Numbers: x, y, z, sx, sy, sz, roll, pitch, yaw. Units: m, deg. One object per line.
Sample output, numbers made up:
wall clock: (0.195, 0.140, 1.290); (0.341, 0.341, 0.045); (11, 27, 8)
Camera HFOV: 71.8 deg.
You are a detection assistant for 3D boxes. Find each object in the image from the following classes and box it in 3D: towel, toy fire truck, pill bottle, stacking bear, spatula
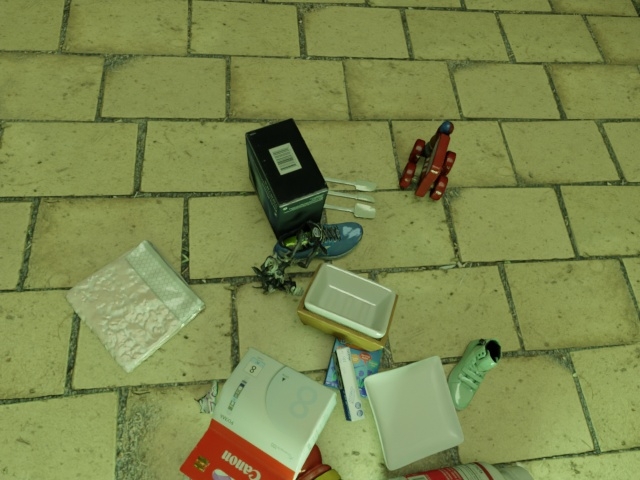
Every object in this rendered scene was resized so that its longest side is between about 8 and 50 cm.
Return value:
towel: (-0.593, 0.197, 1.429); (0.317, 0.053, 0.332); (-41, 77, -21)
toy fire truck: (0.433, -0.315, 1.673); (0.169, 0.254, 0.302); (23, 66, 2)
pill bottle: (0.396, 0.756, 1.232); (0.407, 0.229, 0.229); (-5, 68, -10)
stacking bear: (-0.006, 0.705, 1.241); (0.164, 0.175, 0.289); (8, 43, -53)
spatula: (0.096, -0.172, 1.696); (0.241, 0.019, 0.168); (9, 67, -4)

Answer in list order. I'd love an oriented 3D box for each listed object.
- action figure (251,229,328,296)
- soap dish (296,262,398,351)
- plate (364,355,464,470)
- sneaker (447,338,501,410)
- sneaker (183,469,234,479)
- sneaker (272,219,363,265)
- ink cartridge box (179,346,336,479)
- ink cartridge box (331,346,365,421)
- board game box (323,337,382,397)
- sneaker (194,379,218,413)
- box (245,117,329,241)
action figure: (-0.114, 0.095, 1.429); (0.164, 0.141, 0.276); (39, 105, -20)
soap dish: (0.089, 0.217, 1.439); (0.290, 0.118, 0.229); (22, 43, 5)
plate: (0.289, 0.532, 1.389); (0.277, 0.045, 0.278); (-11, 77, -19)
sneaker: (0.496, 0.424, 1.428); (0.094, 0.151, 0.256); (30, 68, 4)
sneaker: (-0.278, 0.769, 1.206); (0.160, 0.102, 0.282); (-8, 69, -14)
sneaker: (0.000, 0.000, 1.541); (0.329, 0.147, 0.130); (-15, 70, -14)
ink cartridge box: (-0.177, 0.534, 1.248); (0.308, 0.091, 0.385); (21, 56, 23)
ink cartridge box: (0.083, 0.435, 1.343); (0.046, 0.097, 0.207); (-9, 71, -10)
board game box: (0.113, 0.389, 1.446); (0.160, 0.047, 0.210); (16, 66, 0)
sneaker: (-0.350, 0.477, 1.350); (0.069, 0.038, 0.098); (3, 67, -7)
box: (-0.123, -0.196, 1.525); (0.182, 0.294, 0.296); (-21, 72, -13)
